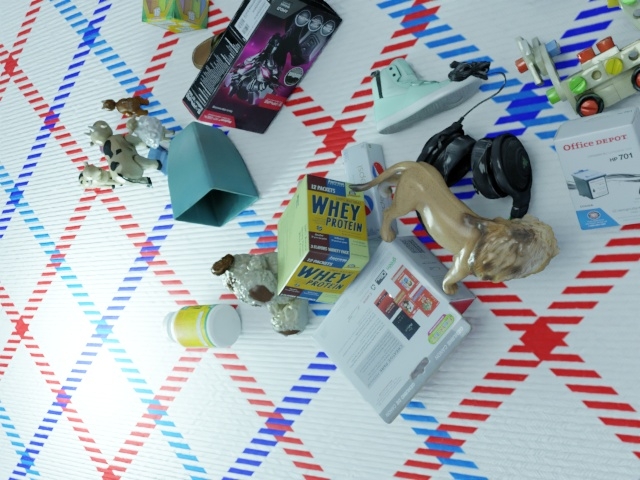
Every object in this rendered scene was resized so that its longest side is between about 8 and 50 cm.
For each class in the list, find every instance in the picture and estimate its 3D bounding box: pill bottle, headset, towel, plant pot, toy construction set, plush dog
[{"bbox_3d":[-0.327,0.232,1.961,0.208,0.118,0.117,-7,86,37],"label":"pill bottle"},{"bbox_3d":[0.292,-0.157,1.451,0.243,0.185,0.394,17,112,35],"label":"headset"},{"bbox_3d":[-0.454,-0.230,2.106,0.119,0.029,0.067,33,109,31],"label":"towel"},{"bbox_3d":[-0.300,-0.183,1.917,0.165,0.166,0.234,-33,63,32],"label":"plant pot"},{"bbox_3d":[0.505,-0.351,1.310,0.328,0.151,0.215,-23,101,42],"label":"toy construction set"},{"bbox_3d":[-0.145,0.091,1.785,0.226,0.262,0.210,6,61,27],"label":"plush dog"}]

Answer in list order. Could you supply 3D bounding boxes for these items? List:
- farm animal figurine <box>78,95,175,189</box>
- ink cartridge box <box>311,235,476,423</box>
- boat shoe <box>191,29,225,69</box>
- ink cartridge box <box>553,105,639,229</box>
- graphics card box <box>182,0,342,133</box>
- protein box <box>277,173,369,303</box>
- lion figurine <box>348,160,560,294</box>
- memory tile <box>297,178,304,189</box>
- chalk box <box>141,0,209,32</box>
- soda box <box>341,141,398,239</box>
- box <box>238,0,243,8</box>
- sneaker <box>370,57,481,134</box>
[{"bbox_3d":[-0.596,-0.254,2.093,0.327,0.172,0.330,41,115,39],"label":"farm animal figurine"},{"bbox_3d":[0.174,0.192,1.577,0.272,0.130,0.309,48,117,26],"label":"ink cartridge box"},{"bbox_3d":[-0.240,-0.506,1.894,0.307,0.104,0.110,-3,90,37],"label":"boat shoe"},{"bbox_3d":[0.515,-0.125,1.300,0.140,0.082,0.190,-10,117,37],"label":"ink cartridge box"},{"bbox_3d":[-0.141,-0.432,1.743,0.371,0.233,0.094,-52,59,24],"label":"graphics card box"},{"bbox_3d":[0.000,0.000,1.592,0.201,0.136,0.199,125,149,-51],"label":"protein box"},{"bbox_3d":[0.243,-0.043,1.387,0.392,0.142,0.240,35,148,3],"label":"lion figurine"},{"bbox_3d":[-0.028,-0.069,1.799,0.113,0.012,0.148,25,105,34],"label":"memory tile"},{"bbox_3d":[-0.393,-0.693,1.990,0.132,0.132,0.213,6,94,36],"label":"chalk box"},{"bbox_3d":[0.112,-0.110,1.655,0.069,0.074,0.216,-15,82,36],"label":"soda box"},{"bbox_3d":[-0.129,-0.592,1.822,0.102,0.087,0.101,40,113,29],"label":"box"},{"bbox_3d":[0.213,-0.343,1.566,0.256,0.094,0.151,-20,76,34],"label":"sneaker"}]
